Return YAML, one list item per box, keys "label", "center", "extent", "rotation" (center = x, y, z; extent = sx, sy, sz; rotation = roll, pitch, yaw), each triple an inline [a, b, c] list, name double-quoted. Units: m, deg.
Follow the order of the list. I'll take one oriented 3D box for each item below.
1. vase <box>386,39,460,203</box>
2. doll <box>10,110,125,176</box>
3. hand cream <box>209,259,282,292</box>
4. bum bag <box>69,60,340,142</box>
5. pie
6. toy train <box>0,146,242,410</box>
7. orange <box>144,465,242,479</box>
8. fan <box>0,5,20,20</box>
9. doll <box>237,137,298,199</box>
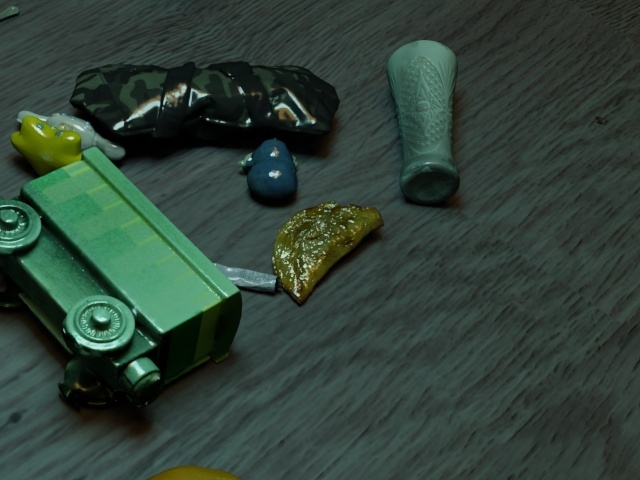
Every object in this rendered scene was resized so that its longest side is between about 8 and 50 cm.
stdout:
- label: "vase"
  center: [0.135, -0.149, 1.661]
  extent: [0.096, 0.096, 0.219]
  rotation: [7, 49, -7]
- label: "doll"
  center: [-0.301, -0.117, 1.555]
  extent: [0.135, 0.071, 0.113]
  rotation: [10, 28, -13]
- label: "hand cream"
  center: [-0.089, 0.044, 1.481]
  extent: [0.093, 0.019, 0.030]
  rotation: [10, 48, 6]
- label: "bum bag"
  center: [-0.139, -0.174, 1.619]
  extent: [0.340, 0.095, 0.144]
  rotation: [-1, 33, -16]
- label: "pie"
  center: [0.000, 0.000, 1.529]
  extent: [0.092, 0.034, 0.170]
  rotation: [39, 57, 20]
- label: "toy train"
  center: [-0.234, 0.041, 1.376]
  extent: [0.202, 0.120, 0.301]
  rotation: [-28, 59, -35]
- label: "orange"
  center: [-0.115, 0.276, 1.182]
  extent: [0.156, 0.124, 0.156]
  rotation: [5, 49, -5]
- label: "fan"
  center: [-0.473, -0.258, 1.674]
  extent: [0.132, 0.009, 0.220]
  rotation: [37, 51, 20]
- label: "doll"
  center: [-0.062, -0.084, 1.583]
  extent: [0.076, 0.050, 0.083]
  rotation: [1, 49, -7]
